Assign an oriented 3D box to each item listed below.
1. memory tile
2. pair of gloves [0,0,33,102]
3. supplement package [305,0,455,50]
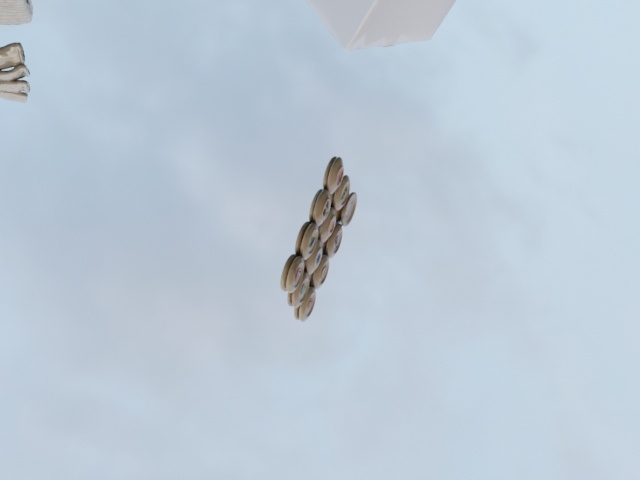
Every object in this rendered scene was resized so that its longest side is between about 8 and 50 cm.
[{"bbox_3d":[0.000,0.000,1.515,0.012,0.113,0.148,16,-112,16],"label":"memory tile"},{"bbox_3d":[-0.388,-0.195,1.540,0.204,0.240,0.042,2,-109,-10],"label":"pair of gloves"},{"bbox_3d":[0.109,-0.420,2.069,0.178,0.293,0.175,-14,-121,-43],"label":"supplement package"}]
